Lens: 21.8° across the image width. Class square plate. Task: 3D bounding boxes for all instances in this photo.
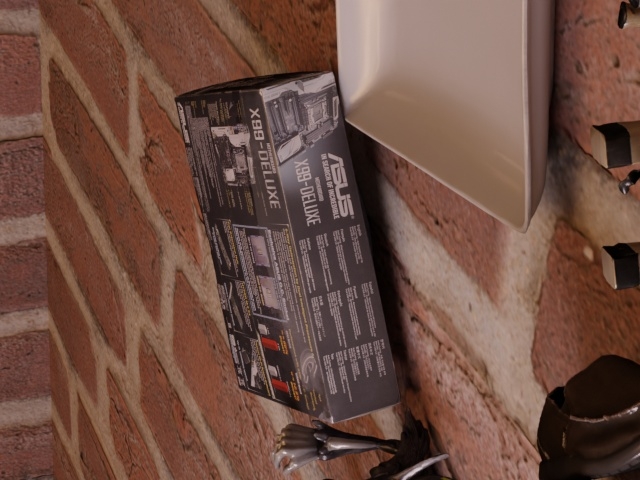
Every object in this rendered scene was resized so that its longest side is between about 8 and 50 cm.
[{"bbox_3d":[0.094,-0.219,1.252,0.344,0.049,0.347,-140,45,-61],"label":"square plate"}]

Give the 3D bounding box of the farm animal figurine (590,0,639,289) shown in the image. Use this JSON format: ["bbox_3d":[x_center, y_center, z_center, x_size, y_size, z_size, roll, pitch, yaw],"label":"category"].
[{"bbox_3d":[0.249,0.020,0.789,0.326,0.172,0.330,-107,10,-58],"label":"farm animal figurine"}]

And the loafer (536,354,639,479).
[{"bbox_3d":[0.190,0.113,1.079,0.220,0.080,0.078,141,117,-67],"label":"loafer"}]

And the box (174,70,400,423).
[{"bbox_3d":[-0.036,0.000,1.548,0.242,0.077,0.307,5,109,67],"label":"box"}]

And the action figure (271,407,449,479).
[{"bbox_3d":[0.026,0.250,1.503,0.275,0.141,0.164,123,146,-63],"label":"action figure"}]

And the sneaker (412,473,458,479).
[{"bbox_3d":[0.067,0.296,1.051,0.111,0.121,0.299,127,143,-66],"label":"sneaker"}]

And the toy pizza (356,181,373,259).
[{"bbox_3d":[0.000,0.000,1.622,0.201,0.032,0.201,171,90,-70],"label":"toy pizza"}]
